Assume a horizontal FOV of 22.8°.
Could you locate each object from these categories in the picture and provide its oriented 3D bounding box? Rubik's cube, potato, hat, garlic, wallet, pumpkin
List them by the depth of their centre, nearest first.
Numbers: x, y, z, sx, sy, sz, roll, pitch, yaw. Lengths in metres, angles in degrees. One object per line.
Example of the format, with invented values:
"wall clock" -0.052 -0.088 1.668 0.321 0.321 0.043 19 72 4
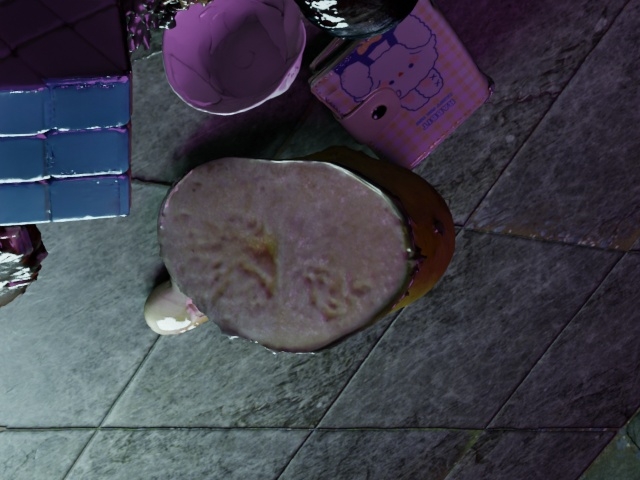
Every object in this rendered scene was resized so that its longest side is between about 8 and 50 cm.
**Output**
"Rubik's cube" -0.338 -0.170 1.825 0.231 0.221 0.224 -4 137 -11
"pumpkin" 0.029 -0.363 1.960 0.163 0.233 0.233 -27 146 10
"hat" -0.097 -0.247 2.060 0.203 0.203 0.126 -41 165 6
"wallet" 0.117 -0.237 2.310 0.223 0.077 0.309 -39 146 6
"potato" 0.000 0.000 2.344 0.397 0.290 0.296 -4 -172 17
"garlic" -0.190 0.082 2.409 0.174 0.099 0.124 -42 130 9

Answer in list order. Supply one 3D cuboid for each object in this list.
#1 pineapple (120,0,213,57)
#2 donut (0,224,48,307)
"pineapple" -0.182 -0.317 1.914 0.158 0.158 0.279 6 141 -44
"donut" -0.504 0.033 1.996 0.345 0.136 0.259 -22 165 5
